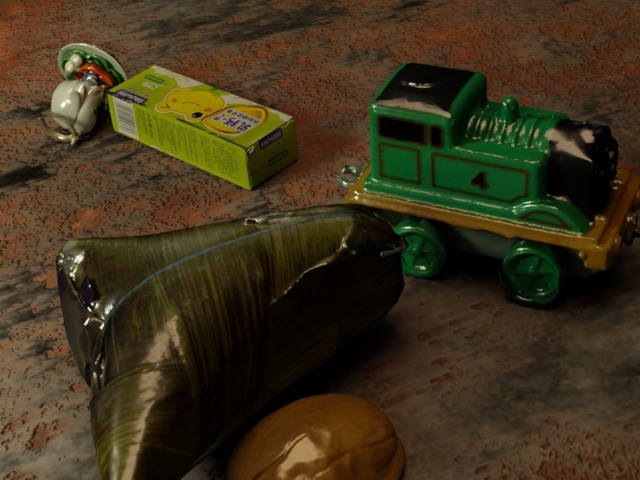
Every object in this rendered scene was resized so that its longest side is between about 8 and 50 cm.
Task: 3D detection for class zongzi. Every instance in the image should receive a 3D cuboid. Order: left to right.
[{"bbox_3d":[-0.061,0.125,1.199,0.403,0.208,0.432,-12,31,-10],"label":"zongzi"}]

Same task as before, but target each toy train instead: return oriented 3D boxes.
[{"bbox_3d":[0.214,-0.083,1.416,0.429,0.249,0.178,12,40,24],"label":"toy train"}]

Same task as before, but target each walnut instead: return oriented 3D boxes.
[{"bbox_3d":[-0.010,0.220,1.183,0.211,0.087,0.167,-31,39,-29],"label":"walnut"}]

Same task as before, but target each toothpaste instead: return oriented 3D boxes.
[{"bbox_3d":[-0.189,-0.181,1.750,0.327,0.077,0.110,24,44,34],"label":"toothpaste"}]

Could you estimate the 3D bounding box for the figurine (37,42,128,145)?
[{"bbox_3d":[-0.398,-0.229,1.826,0.132,0.132,0.153,9,53,19],"label":"figurine"}]
